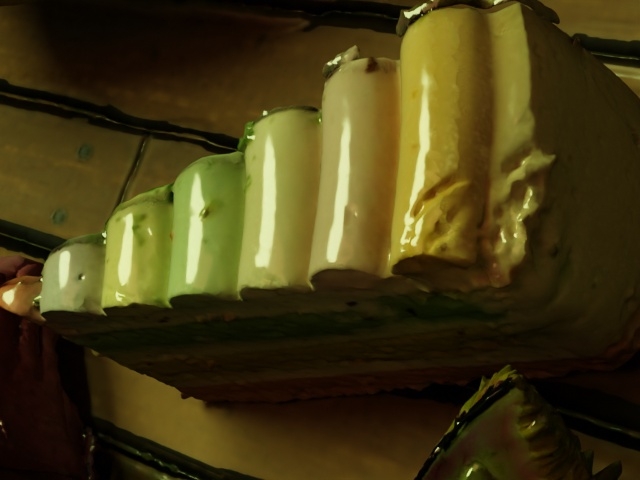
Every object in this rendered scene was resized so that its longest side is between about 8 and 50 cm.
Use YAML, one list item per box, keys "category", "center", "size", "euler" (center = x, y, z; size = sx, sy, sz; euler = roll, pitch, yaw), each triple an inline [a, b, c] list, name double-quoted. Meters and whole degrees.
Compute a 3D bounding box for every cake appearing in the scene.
- category: "cake"
  center: [0.002, 0.019, 0.572]
  size: [0.225, 0.109, 0.090]
  euler: [-28, 54, 32]

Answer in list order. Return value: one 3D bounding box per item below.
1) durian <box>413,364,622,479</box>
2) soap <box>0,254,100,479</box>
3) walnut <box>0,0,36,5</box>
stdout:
- category: "durian"
  center: [0.049, 0.130, 0.506]
  size: [0.108, 0.119, 0.186]
  euler: [34, 102, 9]
- category: "soap"
  center: [-0.212, 0.080, 0.755]
  size: [0.289, 0.112, 0.182]
  euler: [0, 77, 43]
- category: "walnut"
  center: [-0.160, -0.249, 0.720]
  size: [0.344, 0.306, 0.306]
  euler: [133, 140, -54]
